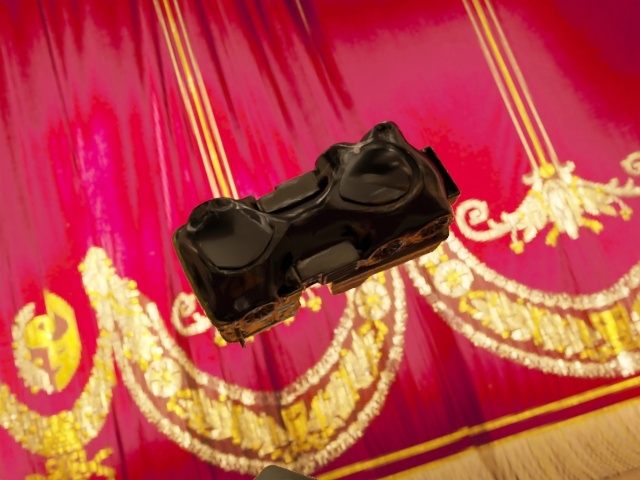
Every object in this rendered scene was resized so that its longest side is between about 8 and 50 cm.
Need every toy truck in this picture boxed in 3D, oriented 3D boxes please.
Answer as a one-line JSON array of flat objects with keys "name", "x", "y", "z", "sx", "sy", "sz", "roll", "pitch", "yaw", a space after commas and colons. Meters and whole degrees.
[{"name": "toy truck", "x": 0.000, "y": 0.000, "z": 1.108, "sx": 0.405, "sy": 0.180, "sz": 0.254, "roll": -25, "pitch": -22, "yaw": -14}]

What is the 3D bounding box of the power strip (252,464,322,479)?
[{"name": "power strip", "x": -0.011, "y": 0.361, "z": 0.951, "sx": 0.270, "sy": 0.046, "sz": 0.118, "roll": 3, "pitch": 35, "yaw": 41}]
